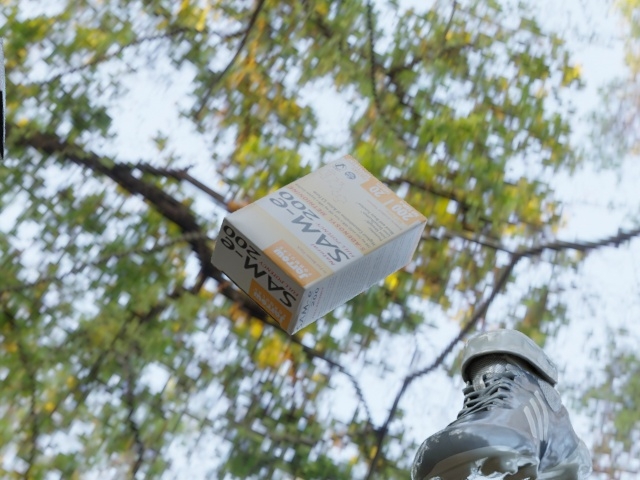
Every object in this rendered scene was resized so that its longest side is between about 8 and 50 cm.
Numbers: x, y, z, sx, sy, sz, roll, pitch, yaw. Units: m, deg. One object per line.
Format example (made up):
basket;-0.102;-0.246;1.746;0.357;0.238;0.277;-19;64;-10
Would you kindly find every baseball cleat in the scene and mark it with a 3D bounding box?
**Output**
baseball cleat;0.093;0.101;0.864;0.072;0.206;0.109;-24;-110;17

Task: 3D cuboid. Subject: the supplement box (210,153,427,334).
supplement box;0.000;0.000;0.797;0.062;0.098;0.036;40;-44;22

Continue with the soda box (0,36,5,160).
soda box;-0.265;-0.108;1.128;0.060;0.169;0.053;-1;-70;-12
